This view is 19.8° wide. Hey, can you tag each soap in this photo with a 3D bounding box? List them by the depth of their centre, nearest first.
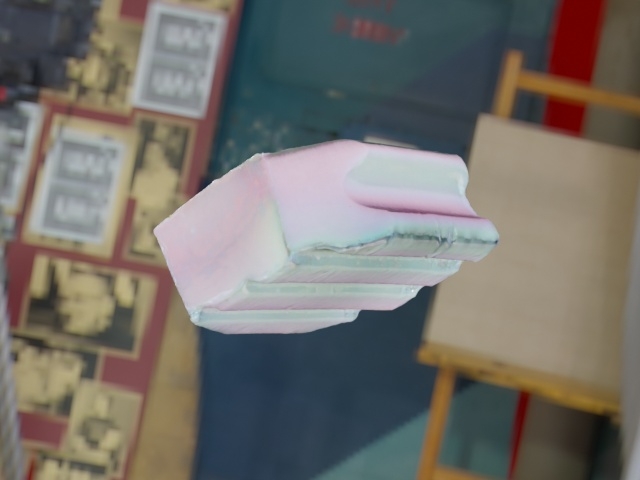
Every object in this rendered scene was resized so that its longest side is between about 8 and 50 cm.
[{"bbox_3d":[0.000,0.000,0.830,0.100,0.056,0.149,-34,-20,29],"label":"soap"}]
